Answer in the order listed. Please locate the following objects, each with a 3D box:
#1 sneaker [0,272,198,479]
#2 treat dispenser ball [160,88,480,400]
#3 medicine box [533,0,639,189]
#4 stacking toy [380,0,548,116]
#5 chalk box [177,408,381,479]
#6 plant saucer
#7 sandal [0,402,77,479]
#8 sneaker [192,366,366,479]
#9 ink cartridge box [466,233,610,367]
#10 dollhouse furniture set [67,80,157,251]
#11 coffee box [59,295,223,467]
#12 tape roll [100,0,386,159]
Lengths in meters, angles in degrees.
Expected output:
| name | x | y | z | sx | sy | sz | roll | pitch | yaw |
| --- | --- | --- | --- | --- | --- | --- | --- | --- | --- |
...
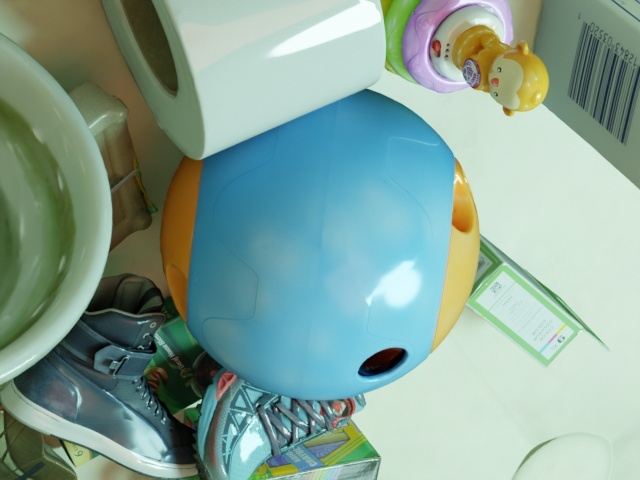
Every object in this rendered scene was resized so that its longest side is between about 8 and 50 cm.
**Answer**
| name | x | y | z | sx | sy | sz | roll | pitch | yaw |
| --- | --- | --- | --- | --- | --- | --- | --- | --- | --- |
| sneaker | -0.163 | 0.126 | 1.850 | 0.226 | 0.086 | 0.163 | 26 | 104 | -35 |
| treat dispenser ball | 0.000 | 0.000 | 1.782 | 0.288 | 0.288 | 0.288 | -15 | 125 | -21 |
| medicine box | 0.397 | -0.162 | 1.922 | 0.289 | 0.263 | 0.149 | -7 | 123 | -26 |
| stacking toy | 0.106 | -0.188 | 1.713 | 0.166 | 0.302 | 0.175 | -6 | 123 | -27 |
| chalk box | -0.068 | 0.250 | 2.010 | 0.213 | 0.132 | 0.132 | -6 | 123 | -26 |
| plant saucer | -0.366 | -0.024 | 1.532 | 0.400 | 0.400 | 0.100 | -6 | 149 | -27 |
| sandal | -0.293 | 0.201 | 1.908 | 0.072 | 0.049 | 0.180 | -33 | 145 | 0 |
| sneaker | -0.022 | 0.143 | 1.906 | 0.262 | 0.125 | 0.104 | -53 | 141 | -32 |
| ink cartridge box | 0.201 | 0.063 | 2.056 | 0.062 | 0.109 | 0.209 | -48 | 131 | 6 |
| dollhouse furniture set | -0.310 | -0.021 | 1.741 | 0.301 | 0.151 | 0.197 | -42 | 154 | -22 |
| coffee box | -0.182 | 0.134 | 1.926 | 0.184 | 0.040 | 0.113 | -27 | 129 | -12 |
| tape roll | -0.075 | -0.209 | 1.635 | 0.169 | 0.246 | 0.246 | -25 | 129 | -14 |
